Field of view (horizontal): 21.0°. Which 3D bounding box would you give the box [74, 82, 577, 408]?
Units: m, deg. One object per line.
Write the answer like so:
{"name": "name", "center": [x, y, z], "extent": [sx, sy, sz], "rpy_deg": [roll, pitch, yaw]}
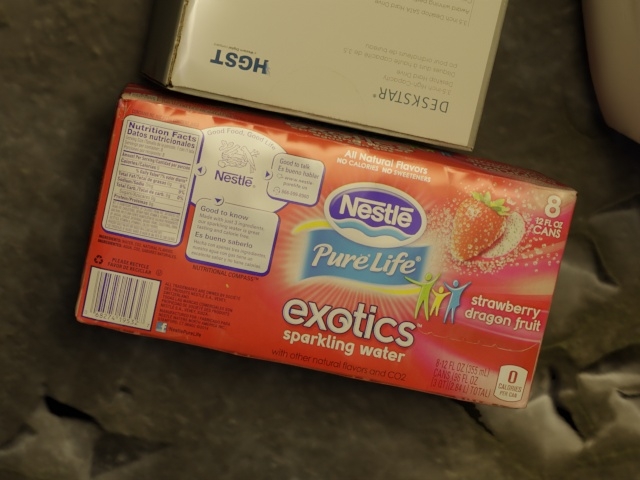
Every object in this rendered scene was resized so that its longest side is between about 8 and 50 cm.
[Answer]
{"name": "box", "center": [0.000, 0.000, 0.975], "extent": [0.257, 0.122, 0.128], "rpy_deg": [11, 98, -6]}

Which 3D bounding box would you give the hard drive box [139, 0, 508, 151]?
{"name": "hard drive box", "center": [0.015, -0.182, 0.949], "extent": [0.181, 0.089, 0.232], "rpy_deg": [11, 97, -18]}

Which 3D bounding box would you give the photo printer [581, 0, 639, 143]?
{"name": "photo printer", "center": [0.201, -0.164, 0.871], "extent": [0.107, 0.307, 0.256], "rpy_deg": [-5, 102, -3]}
